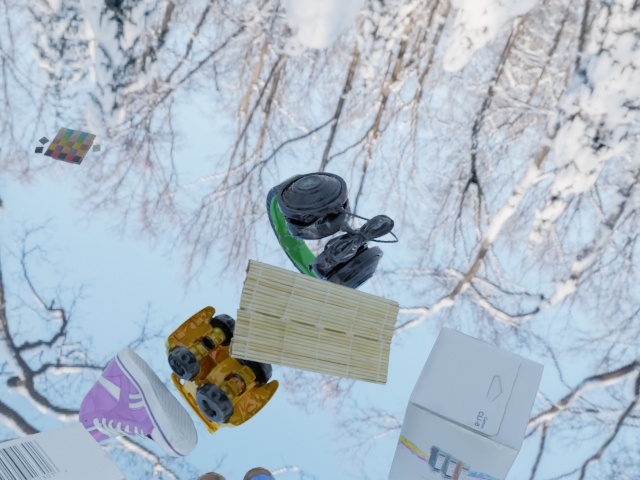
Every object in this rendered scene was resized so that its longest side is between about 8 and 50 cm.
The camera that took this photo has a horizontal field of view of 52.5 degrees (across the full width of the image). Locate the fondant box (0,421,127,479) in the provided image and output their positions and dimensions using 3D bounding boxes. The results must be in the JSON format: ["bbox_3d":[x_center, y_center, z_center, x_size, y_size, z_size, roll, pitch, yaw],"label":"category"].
[{"bbox_3d":[-0.355,0.352,0.613,0.096,0.330,0.238,34,-162,29],"label":"fondant box"}]

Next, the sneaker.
[{"bbox_3d":[-0.324,0.319,1.120,0.161,0.102,0.282,-47,-141,-11],"label":"sneaker"}]

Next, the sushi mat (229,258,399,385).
[{"bbox_3d":[0.000,0.141,1.064,0.317,0.151,0.019,18,170,-32],"label":"sushi mat"}]

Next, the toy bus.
[{"bbox_3d":[-0.223,0.268,1.287,0.220,0.211,0.149,51,-131,1],"label":"toy bus"}]

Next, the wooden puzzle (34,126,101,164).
[{"bbox_3d":[-0.323,-0.122,0.836,0.083,0.006,0.049,14,-121,8],"label":"wooden puzzle"}]

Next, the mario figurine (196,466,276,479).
[{"bbox_3d":[-0.065,0.400,0.706,0.198,0.170,0.320,-31,-155,-11],"label":"mario figurine"}]

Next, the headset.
[{"bbox_3d":[0.000,0.000,1.174,0.185,0.243,0.394,-34,-169,-26],"label":"headset"}]

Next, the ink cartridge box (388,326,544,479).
[{"bbox_3d":[0.170,0.218,0.772,0.127,0.176,0.128,21,-135,16],"label":"ink cartridge box"}]
